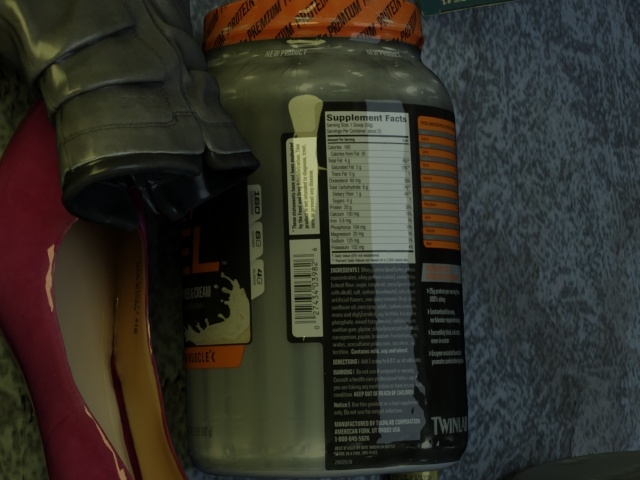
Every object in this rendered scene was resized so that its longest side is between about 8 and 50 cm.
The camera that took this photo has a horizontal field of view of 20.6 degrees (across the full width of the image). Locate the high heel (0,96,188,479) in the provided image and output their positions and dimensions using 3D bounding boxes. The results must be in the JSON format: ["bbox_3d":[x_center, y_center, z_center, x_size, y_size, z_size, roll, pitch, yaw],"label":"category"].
[{"bbox_3d":[-0.103,0.074,1.038,0.127,0.181,0.377,15,73,-56],"label":"high heel"}]

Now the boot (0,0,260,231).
[{"bbox_3d":[-0.159,-0.122,0.964,0.338,0.118,0.222,0,65,-54],"label":"boot"}]

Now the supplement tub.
[{"bbox_3d":[0.000,0.000,1.206,0.193,0.193,0.316,6,81,-58],"label":"supplement tub"}]

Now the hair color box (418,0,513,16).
[{"bbox_3d":[0.225,-0.318,1.631,0.347,0.174,0.105,-43,121,-52],"label":"hair color box"}]

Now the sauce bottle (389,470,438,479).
[{"bbox_3d":[0.076,0.190,1.451,0.042,0.042,0.128,14,72,-57],"label":"sauce bottle"}]

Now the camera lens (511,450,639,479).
[{"bbox_3d":[0.284,0.342,1.596,0.219,0.219,0.274,-9,94,-58],"label":"camera lens"}]
